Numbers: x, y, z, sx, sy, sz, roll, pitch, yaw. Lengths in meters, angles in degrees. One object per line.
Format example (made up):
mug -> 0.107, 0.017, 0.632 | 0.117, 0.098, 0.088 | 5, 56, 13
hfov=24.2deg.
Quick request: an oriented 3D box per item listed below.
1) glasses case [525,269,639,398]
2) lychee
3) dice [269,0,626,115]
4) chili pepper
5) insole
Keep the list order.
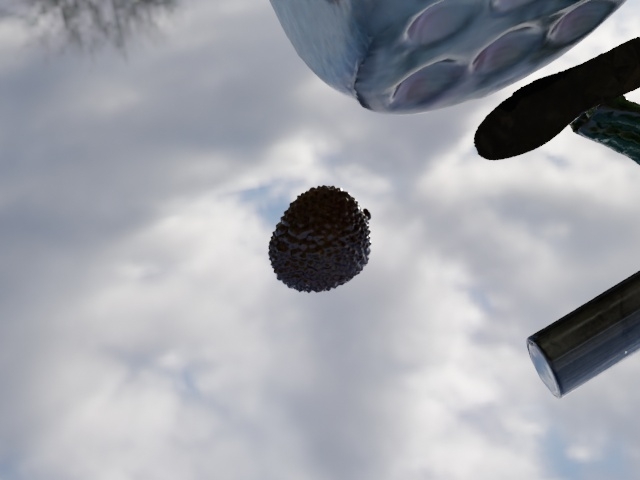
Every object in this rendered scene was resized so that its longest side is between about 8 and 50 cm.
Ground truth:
glasses case -> 0.343, 0.050, 1.454 | 0.299, 0.114, 0.060 | -31, -116, -3
lychee -> 0.001, 0.003, 1.729 | 0.129, 0.123, 0.123 | -51, -145, -15
dice -> 0.113, -0.343, 1.441 | 0.328, 0.348, 0.330 | -21, 167, -13
chili pepper -> 0.392, -0.103, 1.583 | 0.253, 0.099, 0.083 | 14, -130, 1
insole -> 0.216, -0.124, 1.299 | 0.188, 0.064, 0.004 | -27, 152, 21
